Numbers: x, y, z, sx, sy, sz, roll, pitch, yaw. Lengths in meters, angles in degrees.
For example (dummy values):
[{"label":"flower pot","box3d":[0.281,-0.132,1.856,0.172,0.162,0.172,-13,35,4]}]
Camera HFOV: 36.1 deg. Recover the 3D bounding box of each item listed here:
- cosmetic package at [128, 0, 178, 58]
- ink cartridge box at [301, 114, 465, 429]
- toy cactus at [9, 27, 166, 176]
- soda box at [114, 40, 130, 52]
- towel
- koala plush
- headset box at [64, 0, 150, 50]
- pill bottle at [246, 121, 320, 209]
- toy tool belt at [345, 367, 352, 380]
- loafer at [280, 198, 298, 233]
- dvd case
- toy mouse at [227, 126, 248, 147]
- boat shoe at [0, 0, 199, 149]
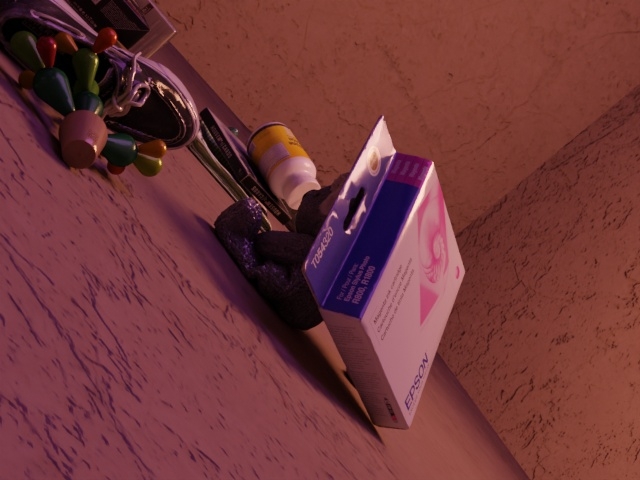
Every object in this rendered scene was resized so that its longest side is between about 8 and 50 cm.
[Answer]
[{"label":"cosmetic package","box3d":[-0.410,-0.474,1.984,0.238,0.127,0.107,47,5,-12]},{"label":"ink cartridge box","box3d":[0.108,0.045,1.414,0.324,0.071,0.330,-63,144,-38]},{"label":"toy cactus","box3d":[-0.242,-0.134,1.056,0.219,0.112,0.180,57,10,-31]},{"label":"soda box","box3d":[-0.297,-0.248,1.616,0.058,0.061,0.181,53,5,38]},{"label":"towel","box3d":[-0.186,-0.145,2.044,0.248,0.038,0.325,50,4,-14]},{"label":"koala plush","box3d":[0.000,0.000,1.460,0.203,0.221,0.196,53,5,33]},{"label":"headset box","box3d":[-0.418,-0.442,1.715,0.218,0.110,0.293,48,5,-28]},{"label":"pill bottle","box3d":[-0.072,-0.149,1.995,0.184,0.103,0.103,57,8,37]},{"label":"toy tool belt","box3d":[0.082,0.218,1.560,0.083,0.051,0.052,48,5,-29]},{"label":"loafer","box3d":[-0.047,-0.060,2.410,0.267,0.096,0.084,47,-1,-8]},{"label":"dvd case","box3d":[-0.155,-0.154,2.030,0.179,0.029,0.238,46,8,-49]},{"label":"toy mouse","box3d":[-0.197,-0.203,2.220,0.143,0.031,0.161,19,-37,20]},{"label":"boat shoe","box3d":[-0.262,-0.192,1.187,0.306,0.113,0.105,43,14,-39]}]
